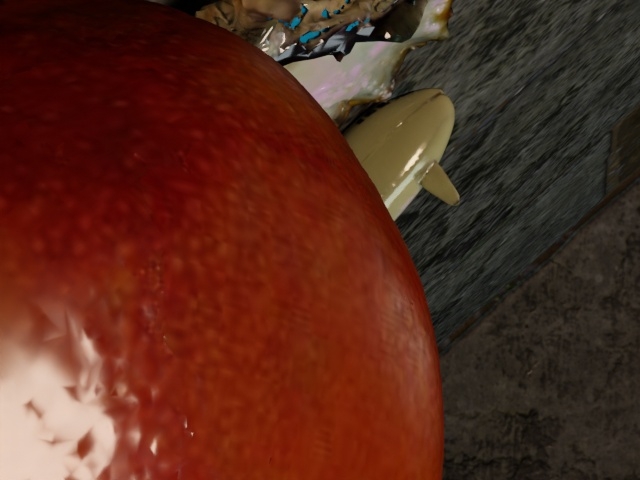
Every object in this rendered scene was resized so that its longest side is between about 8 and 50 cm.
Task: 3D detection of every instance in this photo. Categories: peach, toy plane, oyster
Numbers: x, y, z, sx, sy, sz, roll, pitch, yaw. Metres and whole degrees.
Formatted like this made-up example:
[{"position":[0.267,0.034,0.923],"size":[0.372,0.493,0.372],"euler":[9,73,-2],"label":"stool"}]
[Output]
[{"position":[-0.110,0.061,0.634],"size":[0.308,0.308,0.332],"euler":[-42,155,5],"label":"peach"},{"position":[0.000,0.000,1.254],"size":[0.244,0.092,0.229],"euler":[-40,155,11],"label":"toy plane"},{"position":[-0.015,-0.077,0.923],"size":[0.198,0.092,0.259],"euler":[-47,177,29],"label":"oyster"}]
